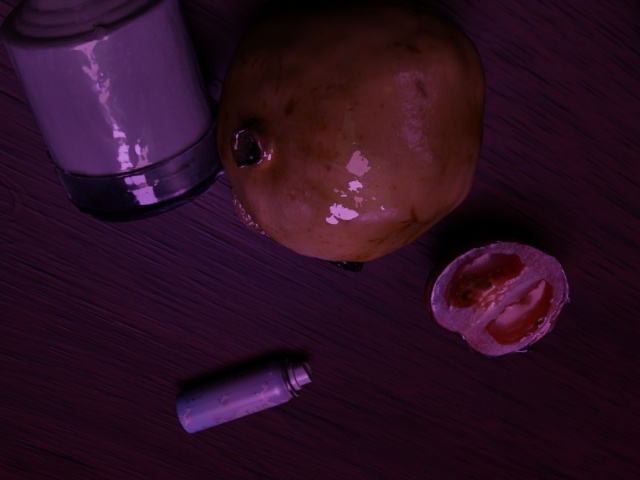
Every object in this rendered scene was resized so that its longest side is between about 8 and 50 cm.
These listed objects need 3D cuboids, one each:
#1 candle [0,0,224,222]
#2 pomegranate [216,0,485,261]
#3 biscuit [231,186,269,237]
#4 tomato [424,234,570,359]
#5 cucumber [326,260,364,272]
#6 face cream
[{"bbox_3d":[-0.249,-0.201,1.148,0.221,0.221,0.342,-12,125,4],"label":"candle"},{"bbox_3d":[0.030,-0.142,1.142,0.333,0.332,0.332,-3,129,-3],"label":"pomegranate"},{"bbox_3d":[-0.070,-0.062,1.370,0.120,0.015,0.120,3,104,10],"label":"biscuit"},{"bbox_3d":[0.265,0.064,1.473,0.199,0.112,0.228,-40,121,15],"label":"tomato"},{"bbox_3d":[0.000,0.000,1.438,0.181,0.053,0.053,31,120,-29],"label":"cucumber"},{"bbox_3d":[-0.125,0.255,1.611,0.229,0.075,0.075,-20,128,11],"label":"face cream"}]
